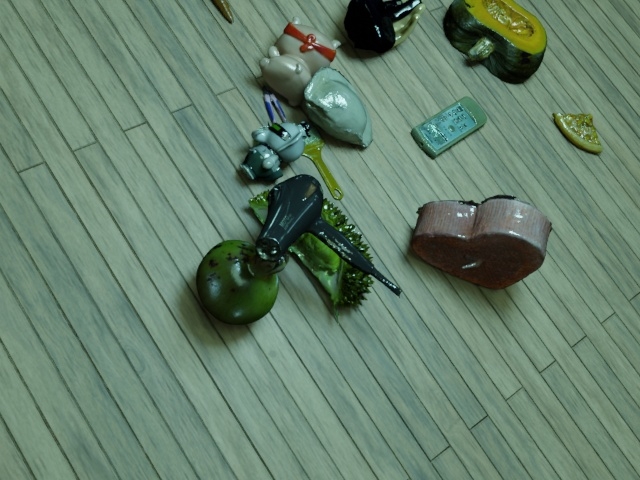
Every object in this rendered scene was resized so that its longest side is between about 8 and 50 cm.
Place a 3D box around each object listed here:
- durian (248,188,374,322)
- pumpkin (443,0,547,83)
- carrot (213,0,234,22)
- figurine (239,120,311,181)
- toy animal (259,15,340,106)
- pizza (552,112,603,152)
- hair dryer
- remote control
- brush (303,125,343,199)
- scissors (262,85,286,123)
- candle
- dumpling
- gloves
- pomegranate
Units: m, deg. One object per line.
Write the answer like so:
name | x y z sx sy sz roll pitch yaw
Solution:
durian | 0.000 0.000 1.623 0.169 0.158 0.352 -41 83 6
pumpkin | 0.502 -0.587 2.026 0.317 0.139 0.221 39 57 -3
carrot | -0.280 -0.659 1.841 0.048 0.048 0.216 -24 81 -26
figurine | -0.104 -0.219 1.659 0.192 0.147 0.126 -36 101 -10
toy animal | -0.054 -0.457 1.768 0.171 0.171 0.197 32 68 -3
pizza | 0.765 -0.328 2.052 0.131 0.041 0.178 -37 83 -30
hair dryer | 0.032 0.022 1.433 0.359 0.120 0.303 38 27 -10
remote control | 0.353 -0.311 1.904 0.234 0.038 0.098 -33 80 -27
brush | 0.001 -0.188 1.743 0.083 0.011 0.205 -24 77 -27
scissors | -0.120 -0.344 1.768 0.039 0.012 0.113 -14 72 -24
candle | 0.381 0.024 1.662 0.317 0.287 0.131 3 60 30
dumpling | 0.050 -0.339 1.760 0.247 0.142 0.172 38 56 -39
gloves | 0.171 -0.623 1.918 0.301 0.152 0.197 -32 101 -34
pomegranate | -0.151 0.088 1.461 0.211 0.179 0.179 0 58 29
